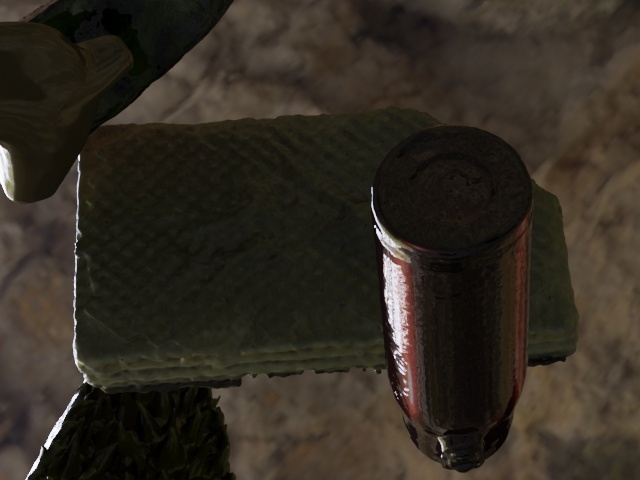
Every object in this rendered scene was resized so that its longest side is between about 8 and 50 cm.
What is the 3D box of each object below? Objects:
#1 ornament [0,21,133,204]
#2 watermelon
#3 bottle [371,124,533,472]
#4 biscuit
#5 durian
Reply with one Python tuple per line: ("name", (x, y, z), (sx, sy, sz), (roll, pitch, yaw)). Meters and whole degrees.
("ornament", (-0.206, -0.036, 0.733), (0.245, 0.230, 0.061), (-39, -123, 3))
("watermelon", (-0.125, -0.098, 0.928), (0.245, 0.119, 0.063), (-36, -70, 12))
("bottle", (0.050, 0.030, 0.686), (0.060, 0.060, 0.164), (21, -30, 18))
("biscuit", (0.000, 0.000, 0.944), (0.252, 0.150, 0.052), (-2, -36, 1))
("durian", (-0.158, 0.223, 1.395), (0.163, 0.394, 0.198), (16, -36, -8))
